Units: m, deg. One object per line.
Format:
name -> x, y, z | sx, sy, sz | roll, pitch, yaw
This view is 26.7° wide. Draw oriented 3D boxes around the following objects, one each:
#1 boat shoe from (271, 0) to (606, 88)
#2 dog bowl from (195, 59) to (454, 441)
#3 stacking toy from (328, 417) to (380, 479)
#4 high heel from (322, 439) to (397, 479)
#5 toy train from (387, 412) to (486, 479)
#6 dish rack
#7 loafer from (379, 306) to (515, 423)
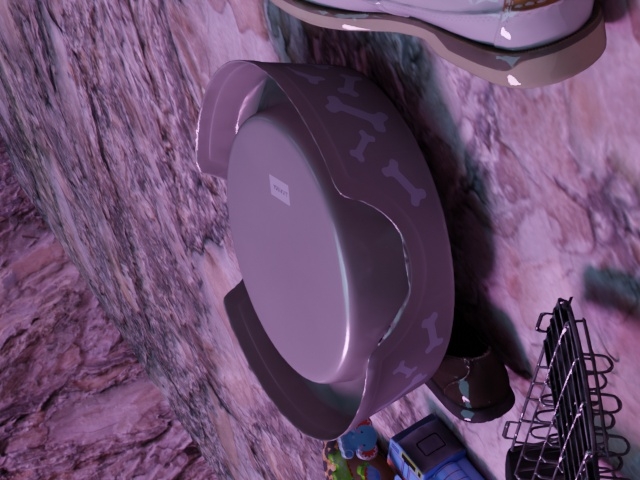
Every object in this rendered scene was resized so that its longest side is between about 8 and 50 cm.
boat shoe -> 0.054, -0.192, 0.858 | 0.302, 0.113, 0.103 | 26, 144, 44
dog bowl -> 0.000, 0.000, 1.221 | 0.349, 0.102, 0.348 | 43, 141, 49
stacking toy -> 0.038, 0.196, 1.587 | 0.167, 0.052, 0.221 | 156, 103, -77
high heel -> 0.090, 0.295, 1.742 | 0.261, 0.093, 0.186 | 64, 146, 27
toy train -> 0.146, 0.285, 1.501 | 0.184, 0.080, 0.105 | 49, 155, 32
dish rack -> 0.194, 0.184, 1.028 | 0.271, 0.074, 0.208 | 94, 175, -48
loafer -> 0.107, 0.084, 1.269 | 0.220, 0.080, 0.078 | 36, 141, 47
